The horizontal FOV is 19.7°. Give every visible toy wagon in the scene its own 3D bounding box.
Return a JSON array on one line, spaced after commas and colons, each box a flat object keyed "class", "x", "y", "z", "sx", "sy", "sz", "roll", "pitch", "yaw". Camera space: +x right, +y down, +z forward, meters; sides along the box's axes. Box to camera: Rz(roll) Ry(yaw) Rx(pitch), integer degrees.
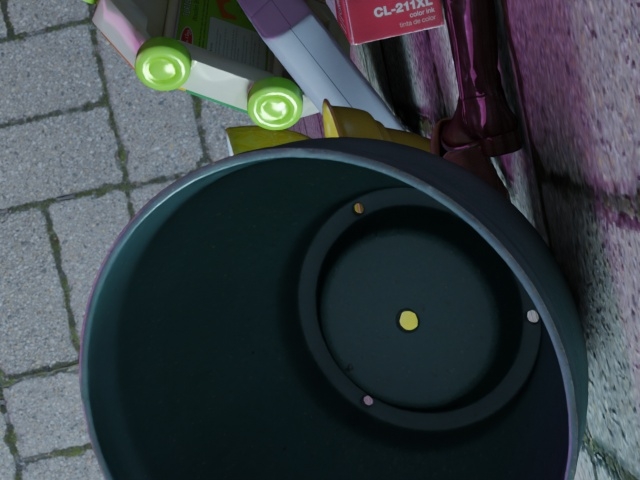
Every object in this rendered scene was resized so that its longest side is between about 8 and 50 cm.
[{"class": "toy wagon", "x": -0.134, "y": -0.242, "z": 1.901, "sx": 0.267, "sy": 0.344, "sz": 0.068, "roll": -87, "pitch": 20, "yaw": -49}]

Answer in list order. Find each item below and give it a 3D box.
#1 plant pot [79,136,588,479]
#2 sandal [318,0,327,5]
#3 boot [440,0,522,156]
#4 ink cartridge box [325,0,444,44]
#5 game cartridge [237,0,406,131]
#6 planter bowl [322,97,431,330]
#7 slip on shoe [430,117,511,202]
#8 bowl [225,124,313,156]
[{"class": "plant pot", "x": 0.030, "y": 0.067, "z": 1.101, "sx": 0.196, "sy": 0.293, "sz": 0.293, "roll": -37, "pitch": -63, "yaw": -65}, {"class": "sandal", "x": 0.014, "y": -0.239, "z": 1.581, "sx": 0.240, "sy": 0.079, "sz": 0.088, "roll": -115, "pitch": 13, "yaw": -75}, {"class": "boot", "x": 0.090, "y": -0.113, "z": 1.144, "sx": 0.106, "sy": 0.037, "sz": 0.114, "roll": -162, "pitch": 56, "yaw": -71}, {"class": "ink cartridge box", "x": 0.031, "y": -0.245, "z": 1.329, "sx": 0.127, "sy": 0.072, "sz": 0.175, "roll": -109, "pitch": 8, "yaw": -67}, {"class": "game cartridge", "x": 0.000, "y": -0.162, "z": 1.691, "sx": 0.198, "sy": 0.062, "sz": 0.297, "roll": 47, "pitch": -175, "yaw": -15}, {"class": "planter bowl", "x": 0.068, "y": -0.013, "z": 1.429, "sx": 0.217, "sy": 0.090, "sz": 0.217, "roll": 167, "pitch": 90, "yaw": -87}, {"class": "slip on shoe", "x": 0.096, "y": -0.043, "z": 1.226, "sx": 0.135, "sy": 0.051, "sz": 0.041, "roll": -91, "pitch": -12, "yaw": -66}, {"class": "bowl", "x": 0.000, "y": 0.000, "z": 2.038, "sx": 0.289, "sy": 0.156, "sz": 0.289, "roll": 168, "pitch": 90, "yaw": -87}]
